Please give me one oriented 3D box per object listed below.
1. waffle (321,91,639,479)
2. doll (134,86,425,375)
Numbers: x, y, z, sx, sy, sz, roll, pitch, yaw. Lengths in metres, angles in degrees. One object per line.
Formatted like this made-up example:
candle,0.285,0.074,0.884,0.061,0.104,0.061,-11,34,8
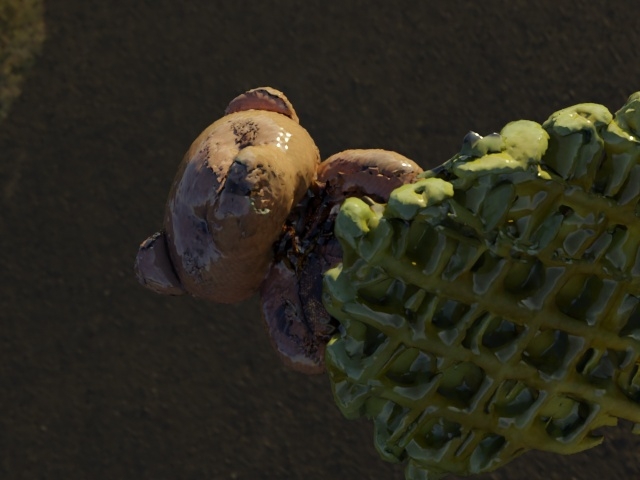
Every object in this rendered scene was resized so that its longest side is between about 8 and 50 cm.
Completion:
waffle,0.155,0.048,1.018,0.317,0.297,0.073,-19,34,-6
doll,0.000,0.000,1.108,0.303,0.156,0.201,25,84,24
